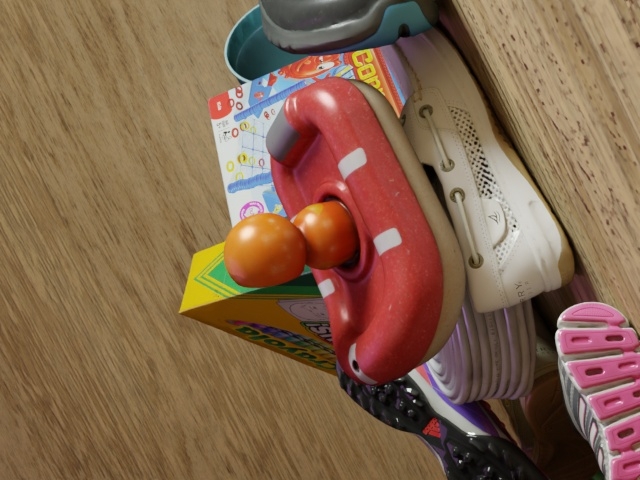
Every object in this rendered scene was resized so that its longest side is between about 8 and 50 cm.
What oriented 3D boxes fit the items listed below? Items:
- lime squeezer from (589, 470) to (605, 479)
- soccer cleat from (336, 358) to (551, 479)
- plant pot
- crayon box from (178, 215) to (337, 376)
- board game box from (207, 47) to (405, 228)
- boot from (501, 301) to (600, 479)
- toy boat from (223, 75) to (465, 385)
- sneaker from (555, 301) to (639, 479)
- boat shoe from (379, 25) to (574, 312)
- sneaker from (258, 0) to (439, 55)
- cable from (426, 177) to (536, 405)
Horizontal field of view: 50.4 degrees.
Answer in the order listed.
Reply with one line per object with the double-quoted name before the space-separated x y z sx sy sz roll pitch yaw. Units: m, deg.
"lime squeezer" 0.361 0.316 0.913 0.110 0.059 0.310 67 -173 23
"soccer cleat" 0.164 0.212 0.779 0.318 0.108 0.116 40 -146 17
"plant pot" -0.028 -0.337 1.438 0.255 0.272 0.271 63 -176 -53
"crayon box" 0.041 0.094 0.970 0.363 0.313 0.106 30 -125 -36
"board game box" -0.003 -0.145 1.059 0.086 0.302 0.308 56 -165 -56
"boot" 0.253 0.171 0.831 0.203 0.095 0.262 -110 -6 -49
"toy boat" 0.000 0.000 0.509 0.231 0.151 0.151 66 153 12
"sneaker" 0.198 0.125 0.430 0.075 0.063 0.170 50 -160 -63
"boat shoe" 0.095 -0.070 0.551 0.277 0.096 0.098 67 -173 28
"sneaker" -0.009 -0.257 0.570 0.341 0.125 0.139 -121 19 -50
"cable" 0.134 0.038 0.688 0.257 0.089 0.257 79 176 -51
